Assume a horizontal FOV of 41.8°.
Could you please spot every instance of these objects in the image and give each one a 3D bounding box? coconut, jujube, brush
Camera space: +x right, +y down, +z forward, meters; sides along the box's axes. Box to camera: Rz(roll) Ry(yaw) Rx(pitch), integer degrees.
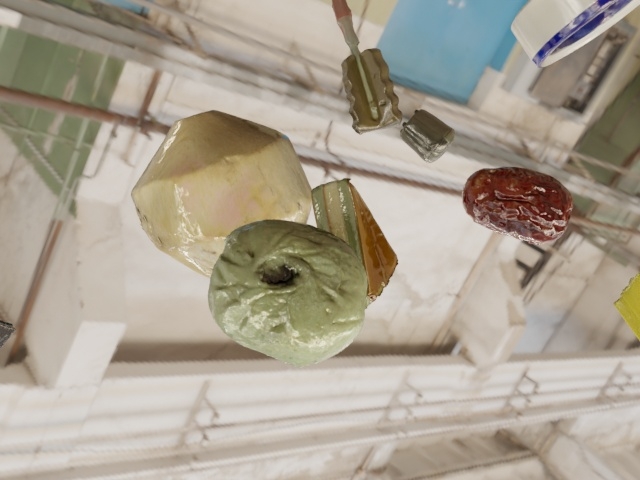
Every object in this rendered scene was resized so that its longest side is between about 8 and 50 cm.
[{"bbox_3d":[-0.196,-0.093,1.665,0.353,0.352,0.352,24,-162,-8],"label":"coconut"},{"bbox_3d":[0.318,-0.061,1.359,0.176,0.109,0.112,17,-132,6],"label":"jujube"},{"bbox_3d":[0.056,-0.318,1.374,0.071,0.084,0.300,75,180,-76],"label":"brush"}]

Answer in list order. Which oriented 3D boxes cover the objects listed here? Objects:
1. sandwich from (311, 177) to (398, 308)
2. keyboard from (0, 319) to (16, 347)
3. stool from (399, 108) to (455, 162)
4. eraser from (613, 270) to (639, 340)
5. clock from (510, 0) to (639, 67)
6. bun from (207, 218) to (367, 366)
[{"bbox_3d":[0.034,0.008,1.230,0.163,0.079,0.113,59,-141,-25],"label":"sandwich"},{"bbox_3d":[-0.581,0.237,1.233,0.027,0.317,0.106,37,176,26],"label":"keyboard"},{"bbox_3d":[0.236,-0.233,1.859,0.110,0.096,0.096,39,-161,7],"label":"stool"},{"bbox_3d":[0.486,0.125,1.079,0.069,0.158,0.226,-20,-117,-18],"label":"eraser"},{"bbox_3d":[0.379,-0.339,1.166,0.083,0.230,0.230,57,-158,3],"label":"clock"},{"bbox_3d":[-0.036,0.057,1.110,0.221,0.108,0.221,8,-131,-10],"label":"bun"}]
